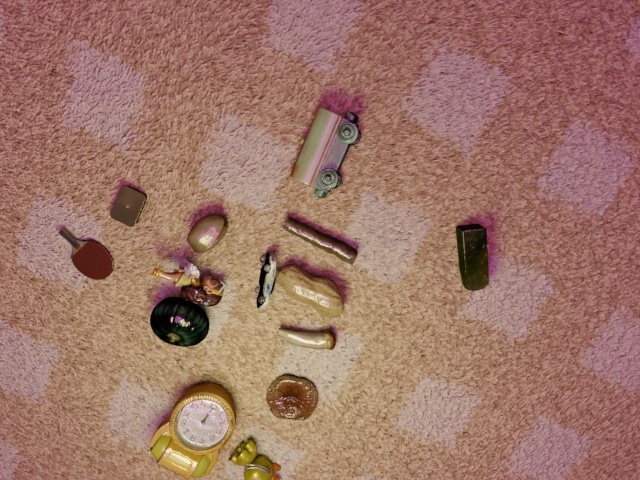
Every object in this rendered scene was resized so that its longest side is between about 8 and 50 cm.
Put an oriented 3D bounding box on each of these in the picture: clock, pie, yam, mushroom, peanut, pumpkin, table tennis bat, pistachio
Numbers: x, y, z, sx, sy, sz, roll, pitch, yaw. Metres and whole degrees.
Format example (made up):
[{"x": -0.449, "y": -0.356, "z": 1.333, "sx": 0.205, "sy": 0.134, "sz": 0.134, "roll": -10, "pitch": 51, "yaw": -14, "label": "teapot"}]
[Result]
[{"x": -0.444, "y": 0.671, "z": 1.585, "sx": 0.244, "sy": 0.200, "sz": 0.317, "roll": 31, "pitch": 93, "yaw": -11, "label": "clock"}, {"x": -0.106, "y": 0.583, "z": 1.629, "sx": 0.195, "sy": 0.046, "sz": 0.195, "roll": 0, "pitch": 102, "yaw": 0, "label": "pie"}, {"x": 0.000, "y": 0.000, "z": 1.481, "sx": 0.274, "sy": 0.061, "sz": 0.061, "roll": 26, "pitch": 102, "yaw": -5, "label": "yam"}, {"x": -0.048, "y": 0.348, "z": 1.558, "sx": 0.209, "sy": 0.084, "sz": 0.071, "roll": 7, "pitch": 83, "yaw": 2, "label": "mushroom"}, {"x": -0.027, "y": 0.167, "z": 1.496, "sx": 0.257, "sy": 0.123, "sz": 0.123, "roll": 33, "pitch": 102, "yaw": -3, "label": "peanut"}, {"x": -0.482, "y": 0.284, "z": 1.497, "sx": 0.202, "sy": 0.140, "sz": 0.202, "roll": 7, "pitch": 132, "yaw": 7, "label": "pumpkin"}, {"x": -0.814, "y": 0.044, "z": 1.516, "sx": 0.130, "sy": 0.019, "sz": 0.220, "roll": -40, "pitch": 102, "yaw": 9, "label": "table tennis bat"}, {"x": -0.372, "y": -0.026, "z": 1.452, "sx": 0.149, "sy": 0.113, "sz": 0.113, "roll": -40, "pitch": 100, "yaw": 10, "label": "pistachio"}]

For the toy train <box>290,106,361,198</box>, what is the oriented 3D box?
[{"x": 0.014, "y": -0.284, "z": 1.393, "sx": 0.177, "sy": 0.116, "sz": 0.285, "roll": 25, "pitch": 103, "yaw": 7, "label": "toy train"}]

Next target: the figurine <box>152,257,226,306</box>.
[{"x": -0.432, "y": 0.139, "z": 1.460, "sx": 0.240, "sy": 0.175, "sz": 0.115, "roll": 37, "pitch": 77, "yaw": -28, "label": "figurine"}]

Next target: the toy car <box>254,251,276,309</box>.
[{"x": -0.186, "y": 0.139, "z": 1.500, "sx": 0.056, "sy": 0.095, "sz": 0.204, "roll": 5, "pitch": 105, "yaw": -20, "label": "toy car"}]

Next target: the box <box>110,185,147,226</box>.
[{"x": -0.642, "y": -0.116, "z": 1.470, "sx": 0.091, "sy": 0.031, "sz": 0.126, "roll": 26, "pitch": 103, "yaw": -6, "label": "box"}]

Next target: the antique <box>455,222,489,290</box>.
[{"x": 0.515, "y": 0.059, "z": 1.483, "sx": 0.081, "sy": 0.080, "sz": 0.220, "roll": -7, "pitch": 105, "yaw": 3, "label": "antique"}]

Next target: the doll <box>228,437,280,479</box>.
[{"x": -0.239, "y": 0.863, "z": 1.662, "sx": 0.135, "sy": 0.143, "sz": 0.221, "roll": -36, "pitch": 96, "yaw": 37, "label": "doll"}]
